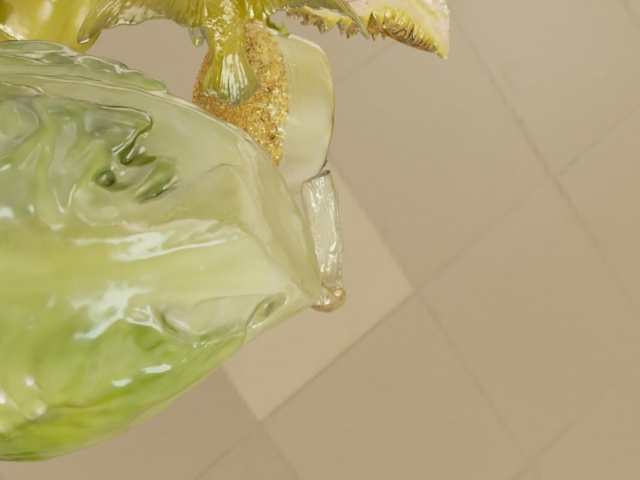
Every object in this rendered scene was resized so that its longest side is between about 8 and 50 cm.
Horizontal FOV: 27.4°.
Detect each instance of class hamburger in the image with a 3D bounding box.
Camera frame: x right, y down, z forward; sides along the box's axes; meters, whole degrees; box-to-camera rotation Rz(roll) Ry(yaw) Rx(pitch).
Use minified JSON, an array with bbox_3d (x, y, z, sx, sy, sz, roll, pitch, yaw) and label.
[{"bbox_3d":[-0.100,-0.199,2.022,0.179,0.276,0.294,5,45,-23],"label":"hamburger"}]

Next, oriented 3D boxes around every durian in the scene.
[{"bbox_3d":[-0.009,-0.297,1.336,0.185,0.196,0.305,-51,133,-13],"label":"durian"}]

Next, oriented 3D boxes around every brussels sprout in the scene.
[{"bbox_3d":[-0.141,0.004,0.705,0.219,0.272,0.210,-70,150,-57],"label":"brussels sprout"}]

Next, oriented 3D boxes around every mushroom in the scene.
[{"bbox_3d":[0.003,-0.001,1.832,0.059,0.054,0.202,-1,83,-2],"label":"mushroom"}]

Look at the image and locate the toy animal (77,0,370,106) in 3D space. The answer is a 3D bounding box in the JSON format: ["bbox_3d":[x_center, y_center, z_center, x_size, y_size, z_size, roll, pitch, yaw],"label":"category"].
[{"bbox_3d":[-0.089,-0.190,1.027,0.219,0.095,0.155,-9,60,-16],"label":"toy animal"}]

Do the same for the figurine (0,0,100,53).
[{"bbox_3d":[-0.324,-0.228,1.340,0.218,0.169,0.326,35,104,0],"label":"figurine"}]
